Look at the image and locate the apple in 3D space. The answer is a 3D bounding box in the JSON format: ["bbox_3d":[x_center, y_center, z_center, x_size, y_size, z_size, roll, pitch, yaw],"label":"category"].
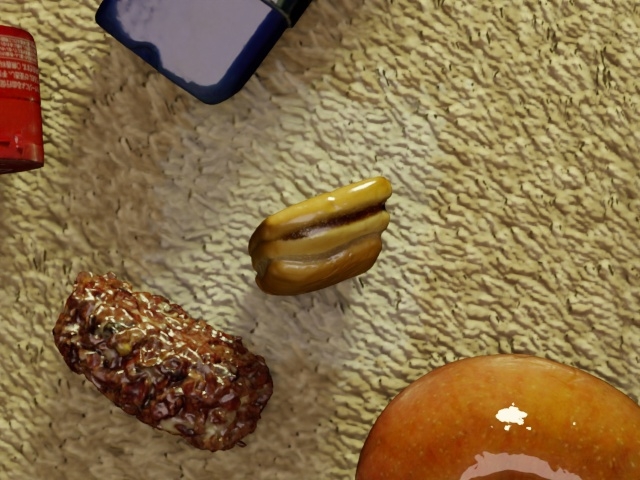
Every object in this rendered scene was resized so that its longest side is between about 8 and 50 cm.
[{"bbox_3d":[0.165,0.222,1.316,0.272,0.206,0.251,29,93,4],"label":"apple"}]

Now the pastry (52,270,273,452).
[{"bbox_3d":[-0.146,0.112,1.394,0.209,0.115,0.097,29,102,3],"label":"pastry"}]

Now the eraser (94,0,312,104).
[{"bbox_3d":[-0.049,-0.287,1.405,0.155,0.101,0.332,37,92,3],"label":"eraser"}]

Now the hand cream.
[{"bbox_3d":[-0.342,-0.120,1.375,0.193,0.193,0.125,-2,88,4],"label":"hand cream"}]

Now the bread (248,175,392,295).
[{"bbox_3d":[0.000,0.000,1.339,0.116,0.200,0.077,-15,85,-9],"label":"bread"}]
